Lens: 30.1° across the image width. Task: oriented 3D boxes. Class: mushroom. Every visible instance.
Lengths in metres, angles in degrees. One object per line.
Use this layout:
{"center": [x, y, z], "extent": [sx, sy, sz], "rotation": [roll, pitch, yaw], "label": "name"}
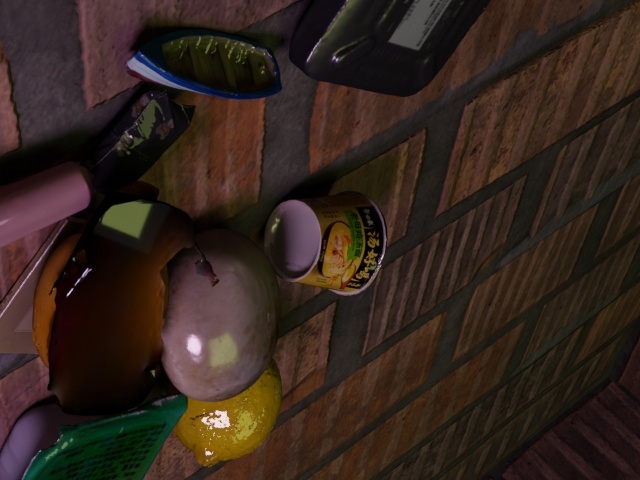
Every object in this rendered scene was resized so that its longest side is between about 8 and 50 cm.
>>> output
{"center": [-0.145, 0.097, 1.546], "extent": [0.226, 0.178, 0.227], "rotation": [-1, 90, -66], "label": "mushroom"}

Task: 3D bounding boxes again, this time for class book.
{"center": [-0.311, 0.057, 1.408], "extent": [0.199, 0.016, 0.138], "rotation": [-52, 154, 12], "label": "book"}

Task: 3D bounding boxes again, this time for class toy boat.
{"center": [-0.126, -0.186, 1.277], "extent": [0.045, 0.080, 0.229], "rotation": [-20, 173, 36], "label": "toy boat"}

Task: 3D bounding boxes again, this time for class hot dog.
{"center": [-0.237, 0.050, 1.357], "extent": [0.194, 0.107, 0.326], "rotation": [2, 129, -41], "label": "hot dog"}

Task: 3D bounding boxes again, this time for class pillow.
{"center": [-0.204, -0.105, 1.294], "extent": [0.150, 0.048, 0.090], "rotation": [-46, 146, 9], "label": "pillow"}

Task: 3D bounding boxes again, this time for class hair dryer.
{"center": [-0.361, 0.018, 1.158], "extent": [0.352, 0.125, 0.210], "rotation": [-28, 150, -38], "label": "hair dryer"}

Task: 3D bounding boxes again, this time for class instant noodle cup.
{"center": [0.000, 0.000, 1.666], "extent": [0.122, 0.151, 0.151], "rotation": [5, 126, -44], "label": "instant noodle cup"}

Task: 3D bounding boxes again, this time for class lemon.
{"center": [-0.141, 0.230, 1.727], "extent": [0.173, 0.173, 0.206], "rotation": [68, 37, -63], "label": "lemon"}

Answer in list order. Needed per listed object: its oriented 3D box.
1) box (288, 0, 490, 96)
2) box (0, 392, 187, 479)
{"center": [0.113, -0.310, 1.439], "extent": [0.289, 0.073, 0.290], "rotation": [1, 128, -57], "label": "box"}
{"center": [-0.364, 0.330, 1.631], "extent": [0.264, 0.106, 0.337], "rotation": [-5, 134, -53], "label": "box"}
